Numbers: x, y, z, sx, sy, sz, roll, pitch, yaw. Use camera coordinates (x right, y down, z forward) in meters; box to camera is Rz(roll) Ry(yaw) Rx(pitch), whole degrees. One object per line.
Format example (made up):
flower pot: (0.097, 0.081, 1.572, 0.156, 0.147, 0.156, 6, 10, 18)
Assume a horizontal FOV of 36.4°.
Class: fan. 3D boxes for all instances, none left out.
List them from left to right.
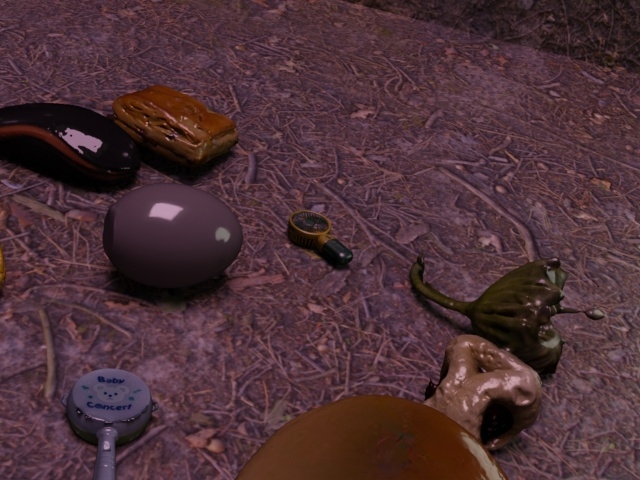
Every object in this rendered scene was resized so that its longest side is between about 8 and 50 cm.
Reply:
fan: (0.000, 0.000, 1.819, 0.082, 0.039, 0.155, -16, 43, -39)

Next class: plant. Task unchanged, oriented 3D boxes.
plant: (0.283, 0.142, 1.684, 0.333, 0.180, 0.251, -6, 25, 38)

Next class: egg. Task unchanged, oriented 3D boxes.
egg: (-0.240, -0.009, 1.616, 0.231, 0.176, 0.176, -2, 35, -29)

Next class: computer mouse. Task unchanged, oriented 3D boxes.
computer mouse: (-0.498, -0.205, 1.894, 0.323, 0.116, 0.183, 19, 26, 11)

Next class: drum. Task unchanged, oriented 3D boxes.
drum: (-0.300, 0.262, 1.286, 0.130, 0.049, 0.253, 14, 31, 1)

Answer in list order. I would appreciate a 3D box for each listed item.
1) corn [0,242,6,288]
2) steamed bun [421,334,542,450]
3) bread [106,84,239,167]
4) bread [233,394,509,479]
corn: (-0.546, 0.019, 1.567, 0.067, 0.067, 0.206, -3, 33, -24)
steamed bun: (0.220, 0.244, 1.443, 0.172, 0.141, 0.155, 32, 50, 33)
bread: (-0.300, -0.244, 2.005, 0.235, 0.099, 0.210, 25, 22, 12)
bread: (0.047, 0.352, 1.078, 0.347, 0.253, 0.376, 21, 32, 17)
